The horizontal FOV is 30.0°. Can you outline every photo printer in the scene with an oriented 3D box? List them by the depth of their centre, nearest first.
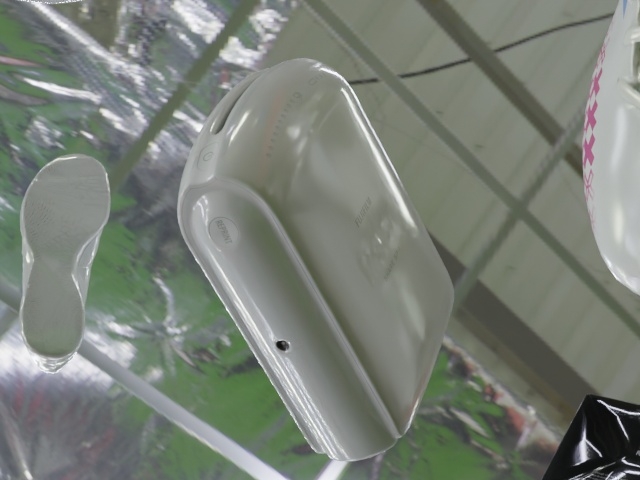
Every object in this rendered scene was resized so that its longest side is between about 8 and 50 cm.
[{"bbox_3d":[0.000,0.000,1.061,0.308,0.107,0.256,61,-150,-21],"label":"photo printer"}]

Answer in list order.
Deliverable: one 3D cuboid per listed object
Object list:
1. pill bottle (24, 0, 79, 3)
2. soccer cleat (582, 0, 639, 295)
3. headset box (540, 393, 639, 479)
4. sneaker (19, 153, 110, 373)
[{"bbox_3d":[-0.182,-0.336,0.797,0.181,0.181,0.323,-5,-47,-27],"label":"pill bottle"},{"bbox_3d":[0.190,-0.138,0.606,0.143,0.116,0.331,29,-107,-54],"label":"soccer cleat"},{"bbox_3d":[0.325,0.262,0.919,0.110,0.218,0.293,-55,-51,-24],"label":"headset box"},{"bbox_3d":[-0.247,0.023,1.127,0.080,0.094,0.212,9,-116,-8],"label":"sneaker"}]
